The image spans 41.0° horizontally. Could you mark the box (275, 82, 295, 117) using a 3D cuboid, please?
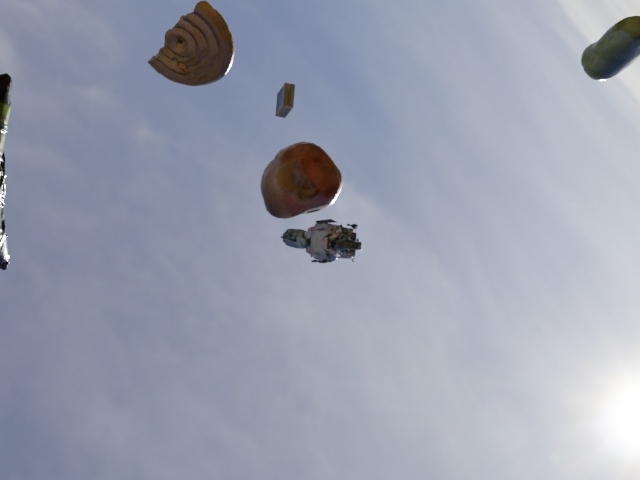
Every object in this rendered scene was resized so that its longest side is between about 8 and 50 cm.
[{"bbox_3d":[-0.106,-0.423,2.575,0.035,0.079,0.083,10,-111,-19],"label":"box"}]

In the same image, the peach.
[{"bbox_3d":[-0.060,-0.159,2.405,0.214,0.235,0.214,54,-172,-12],"label":"peach"}]

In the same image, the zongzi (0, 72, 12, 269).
[{"bbox_3d":[-0.729,-0.128,1.577,0.362,0.318,0.384,13,-119,-80],"label":"zongzi"}]

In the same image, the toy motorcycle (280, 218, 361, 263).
[{"bbox_3d":[0.000,0.006,2.139,0.203,0.239,0.108,4,-104,0],"label":"toy motorcycle"}]

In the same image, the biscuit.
[{"bbox_3d":[-0.253,-0.379,1.739,0.144,0.224,0.033,40,-133,-19],"label":"biscuit"}]

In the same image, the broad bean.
[{"bbox_3d":[0.636,-0.406,1.832,0.124,0.174,0.082,-3,-110,-35],"label":"broad bean"}]
